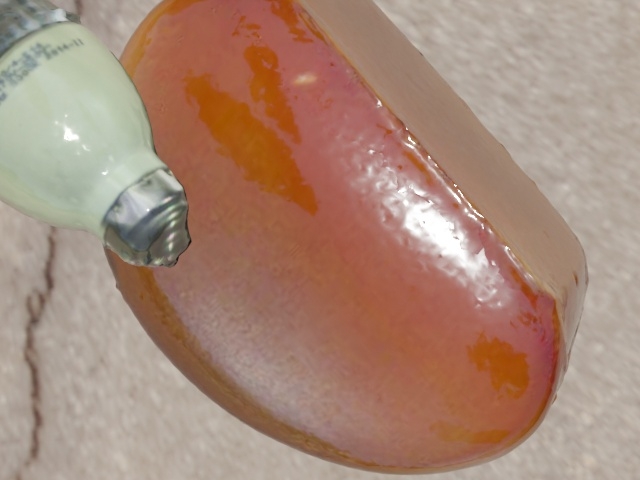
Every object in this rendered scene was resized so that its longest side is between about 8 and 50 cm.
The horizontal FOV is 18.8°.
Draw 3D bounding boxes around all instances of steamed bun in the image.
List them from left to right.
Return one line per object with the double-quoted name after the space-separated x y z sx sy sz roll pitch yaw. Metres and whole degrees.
0.000 0.000 1.354 0.248 0.235 0.379 -40 90 18 "steamed bun"

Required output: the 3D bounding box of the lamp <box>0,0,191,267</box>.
-0.159 -0.078 1.009 0.250 0.101 0.101 42 94 19 "lamp"
